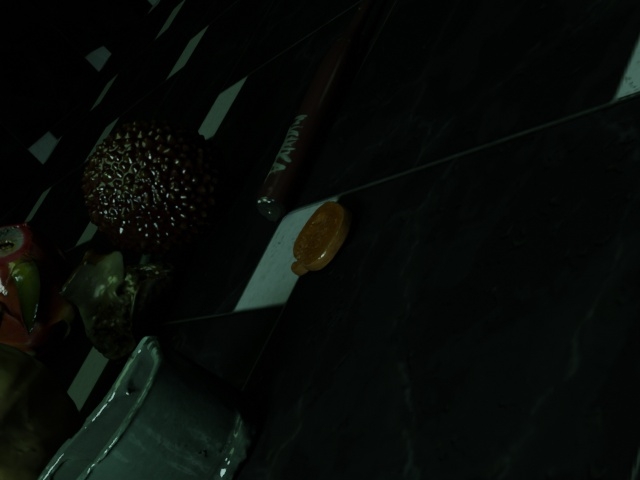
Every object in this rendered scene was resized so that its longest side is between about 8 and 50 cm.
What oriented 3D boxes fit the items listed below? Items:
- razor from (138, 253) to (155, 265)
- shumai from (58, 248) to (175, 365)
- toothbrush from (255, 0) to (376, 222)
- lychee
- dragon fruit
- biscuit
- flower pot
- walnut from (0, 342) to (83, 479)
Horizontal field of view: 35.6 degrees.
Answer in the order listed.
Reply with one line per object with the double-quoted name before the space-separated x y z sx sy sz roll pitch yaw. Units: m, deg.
"razor" -0.237 0.029 1.378 0.084 0.036 0.211 -36 27 47
"shumai" -0.264 0.070 1.248 0.146 0.116 0.145 -35 35 28
"toothbrush" 0.009 -0.177 1.138 0.041 0.041 0.364 -24 37 55
"lychee" -0.204 -0.070 1.260 0.188 0.188 0.188 -46 22 25
"dragon fruit" -0.500 0.092 1.624 0.224 0.227 0.224 -12 30 7
"biscuit" 0.000 0.000 0.918 0.078 0.015 0.091 -55 20 5
"flower pot" -0.158 0.202 0.831 0.229 0.108 0.103 -53 20 9
"walnut" -0.411 0.261 1.003 0.381 0.381 0.381 -46 22 25
